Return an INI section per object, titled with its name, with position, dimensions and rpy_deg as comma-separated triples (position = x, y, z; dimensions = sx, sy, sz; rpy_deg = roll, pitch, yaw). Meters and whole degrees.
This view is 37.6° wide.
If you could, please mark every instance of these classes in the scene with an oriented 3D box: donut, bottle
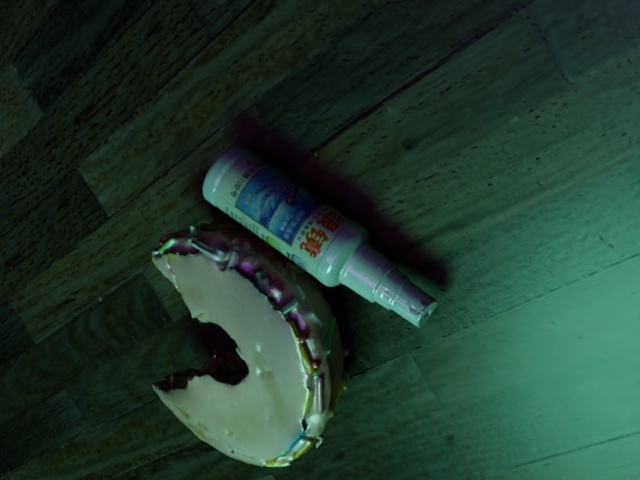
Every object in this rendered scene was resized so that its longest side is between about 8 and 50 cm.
[donut]
position = -0.061, 0.097, 0.848
dimensions = 0.199, 0.085, 0.233
rpy_deg = 25, 125, 26
[bottle]
position = 0.000, 0.000, 0.771
dimensions = 0.217, 0.060, 0.060
rpy_deg = 36, 129, 17
